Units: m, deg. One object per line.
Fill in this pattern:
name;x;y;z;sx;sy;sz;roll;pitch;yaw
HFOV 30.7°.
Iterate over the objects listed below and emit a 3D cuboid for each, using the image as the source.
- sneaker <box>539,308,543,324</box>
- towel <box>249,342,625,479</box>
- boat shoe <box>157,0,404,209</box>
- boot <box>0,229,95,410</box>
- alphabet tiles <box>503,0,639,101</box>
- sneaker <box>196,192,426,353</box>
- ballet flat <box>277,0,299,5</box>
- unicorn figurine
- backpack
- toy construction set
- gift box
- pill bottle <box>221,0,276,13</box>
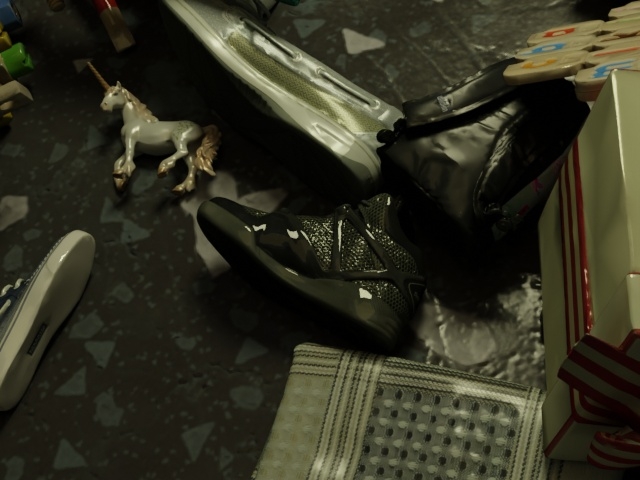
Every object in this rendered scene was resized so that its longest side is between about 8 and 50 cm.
sneaker;0.243;0.038;1.030;0.057;0.047;0.119;40;75;17
towel;0.070;0.247;0.930;0.312;0.056;0.324;11;63;18
boat shoe;-0.040;-0.160;1.171;0.103;0.118;0.320;-40;63;-20
boot;-0.294;0.063;1.111;0.086;0.069;0.190;19;67;19
alphabet tiles;0.305;-0.173;0.990;0.278;0.021;0.284;-6;21;23
sneaker;0.000;0.000;1.079;0.227;0.087;0.130;26;66;22
ballet flat;-0.132;-0.330;1.177;0.316;0.107;0.106;22;89;14
unicorn figurine;-0.177;-0.105;1.203;0.162;0.060;0.111;13;61;1
backpack;0.158;-0.083;1.076;0.182;0.115;0.152;-39;74;-15
toy construction set;-0.339;-0.192;1.224;0.309;0.257;0.237;-22;73;-25
gift box;0.290;0.036;0.856;0.255;0.276;0.258;2;60;1
pill bottle;-0.137;-0.322;1.286;0.187;0.112;0.112;19;65;21
